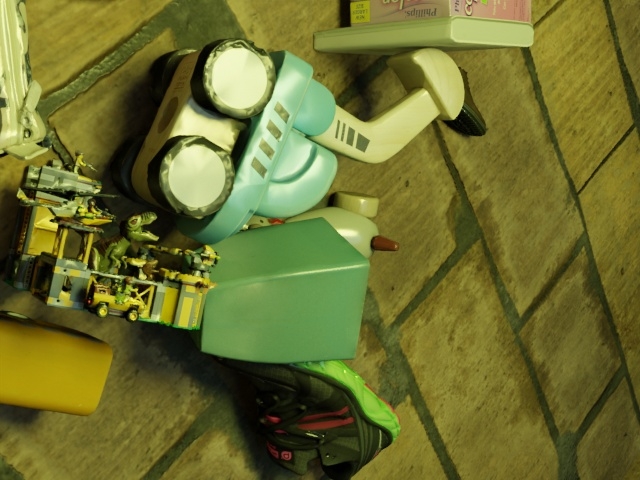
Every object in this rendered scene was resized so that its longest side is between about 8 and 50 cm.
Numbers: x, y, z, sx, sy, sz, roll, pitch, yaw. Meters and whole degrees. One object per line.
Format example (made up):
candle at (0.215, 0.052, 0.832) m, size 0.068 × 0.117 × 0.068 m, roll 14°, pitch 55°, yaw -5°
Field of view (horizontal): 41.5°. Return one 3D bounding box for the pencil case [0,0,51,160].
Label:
pencil case at (-0.413, -0.292, 0.976) m, size 0.160 × 0.183 × 0.410 m, roll -49°, pitch 140°, yaw -69°

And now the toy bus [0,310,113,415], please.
toy bus at (-0.446, 0.140, 1.075) m, size 0.332 × 0.130 × 0.108 m, roll 22°, pitch 84°, yaw -42°

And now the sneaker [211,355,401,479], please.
sneaker at (-0.028, 0.287, 1.432) m, size 0.202 × 0.185 × 0.483 m, roll -53°, pitch 131°, yaw -11°

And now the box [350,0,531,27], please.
box at (0.209, -0.425, 1.455) m, size 0.243 × 0.213 × 0.117 m, roll -11°, pitch 104°, yaw -44°

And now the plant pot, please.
plant pot at (-0.078, 0.080, 1.237) m, size 0.234 × 0.165 × 0.166 m, roll -6°, pitch 118°, yaw -25°

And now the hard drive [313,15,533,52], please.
hard drive at (0.165, -0.336, 1.404) m, size 0.203 × 0.307 × 0.040 m, roll -8°, pitch 102°, yaw -41°

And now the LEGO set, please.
LEGO set at (-0.273, -0.011, 1.101) m, size 0.255 × 0.331 × 0.192 m, roll 13°, pitch 88°, yaw -22°

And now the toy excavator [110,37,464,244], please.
toy excavator at (-0.026, -0.163, 1.278) m, size 0.445 × 0.222 × 0.433 m, roll 27°, pitch 82°, yaw -31°

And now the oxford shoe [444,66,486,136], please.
oxford shoe at (0.271, -0.290, 1.663) m, size 0.227 × 0.083 × 0.096 m, roll 44°, pitch 65°, yaw -39°

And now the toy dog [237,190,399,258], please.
toy dog at (0.000, 0.000, 1.424) m, size 0.333 × 0.161 × 0.220 m, roll -23°, pitch 113°, yaw -37°
